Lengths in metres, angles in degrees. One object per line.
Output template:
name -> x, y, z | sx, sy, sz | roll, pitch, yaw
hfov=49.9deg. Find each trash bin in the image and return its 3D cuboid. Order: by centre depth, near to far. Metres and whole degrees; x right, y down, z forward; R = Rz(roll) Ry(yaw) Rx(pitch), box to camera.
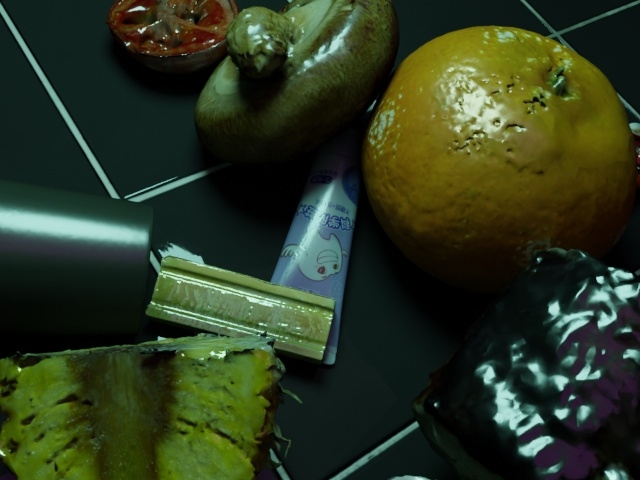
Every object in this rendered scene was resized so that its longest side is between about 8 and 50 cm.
trash bin -> -0.383, 0.023, 0.846 | 0.333, 0.214, 0.214 | 8, 57, -15

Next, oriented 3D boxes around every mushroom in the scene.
mushroom -> -0.043, -0.251, 1.050 | 0.344, 0.239, 0.345 | -11, 24, 5

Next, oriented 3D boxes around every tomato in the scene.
tomato -> -0.245, -0.363, 1.185 | 0.227, 0.101, 0.228 | 2, 57, -3

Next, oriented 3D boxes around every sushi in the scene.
sushi -> 0.284, 0.186, 0.783 | 0.281, 0.299, 0.294 | 40, 81, 22

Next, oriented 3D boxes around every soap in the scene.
soap -> -0.107, 0.094, 0.950 | 0.251, 0.037, 0.092 | 15, 72, 0

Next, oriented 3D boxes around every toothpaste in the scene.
toothpaste -> 0.000, 0.000, 1.043 | 0.125, 0.080, 0.372 | 16, 66, -3

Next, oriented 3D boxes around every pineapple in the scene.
pineapple -> -0.184, 0.256, 0.803 | 0.344, 0.209, 0.286 | -4, 86, 11

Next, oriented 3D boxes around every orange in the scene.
orange -> 0.266, -0.130, 1.023 | 0.423, 0.326, 0.424 | 8, 51, -11

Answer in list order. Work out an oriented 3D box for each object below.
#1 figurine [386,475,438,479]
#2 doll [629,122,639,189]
figurine -> 0.094, 0.374, 0.655 | 0.206, 0.284, 0.316 | 16, 34, 5
doll -> 0.554, -0.172, 1.273 | 0.183, 0.085, 0.217 | 24, 47, 0
